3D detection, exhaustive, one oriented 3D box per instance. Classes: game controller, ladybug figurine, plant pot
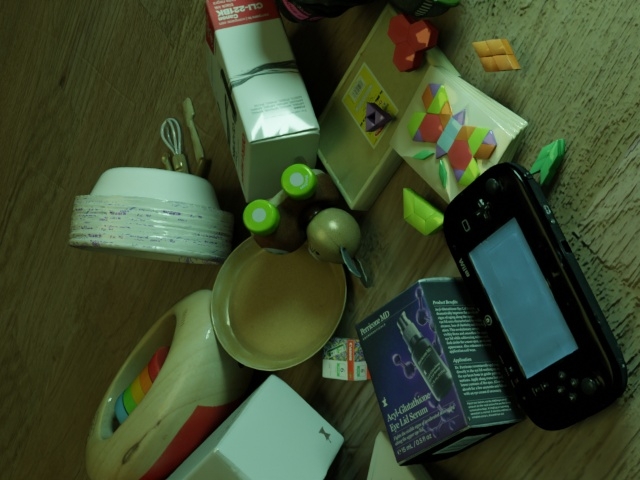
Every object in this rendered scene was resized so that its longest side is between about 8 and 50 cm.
[{"bbox_3d":[0.253,0.068,1.256,0.166,0.067,0.319,-40,65,42],"label":"game controller"},{"bbox_3d":[-0.261,0.279,1.810,0.449,0.161,0.305,-47,25,31],"label":"ladybug figurine"},{"bbox_3d":[-0.063,0.093,1.636,0.236,0.032,0.237,-9,68,22],"label":"plant pot"}]

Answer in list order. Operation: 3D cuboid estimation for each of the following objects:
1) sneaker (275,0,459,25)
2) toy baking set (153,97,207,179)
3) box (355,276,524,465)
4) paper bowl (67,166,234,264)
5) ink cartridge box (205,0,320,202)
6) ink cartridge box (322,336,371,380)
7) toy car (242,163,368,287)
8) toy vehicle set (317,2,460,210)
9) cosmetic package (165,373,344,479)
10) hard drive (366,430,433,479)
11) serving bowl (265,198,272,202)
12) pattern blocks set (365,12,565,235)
[{"bbox_3d":[0.039,-0.380,1.458,0.202,0.185,0.483,-58,34,8],"label":"sneaker"},{"bbox_3d":[-0.278,-0.136,1.998,0.197,0.030,0.256,46,124,42],"label":"toy baking set"},{"bbox_3d":[0.154,0.172,1.370,0.153,0.108,0.207,-42,58,44],"label":"box"},{"bbox_3d":[-0.291,-0.043,1.806,0.284,0.284,0.148,0,84,52],"label":"paper bowl"},{"bbox_3d":[-0.097,-0.225,1.641,0.197,0.114,0.273,101,153,-63],"label":"ink cartridge box"},{"bbox_3d":[0.048,0.181,1.568,0.115,0.029,0.063,-2,87,52],"label":"ink cartridge box"},{"bbox_3d":[0.000,0.000,1.547,0.149,0.155,0.188,-43,74,3],"label":"toy car"},{"bbox_3d":[0.085,-0.195,1.527,0.267,0.035,0.166,-56,48,35],"label":"toy vehicle set"},{"bbox_3d":[-0.186,0.438,1.613,0.161,0.230,0.453,43,119,0],"label":"cosmetic package"},{"bbox_3d":[0.119,0.413,1.374,0.307,0.040,0.203,-134,53,-68],"label":"hard drive"},{"bbox_3d":[-0.076,-0.038,1.736,0.083,0.027,0.083,-1,89,53],"label":"serving bowl"},{"bbox_3d":[0.177,-0.138,1.375,0.324,0.026,0.286,32,117,39],"label":"pattern blocks set"}]
